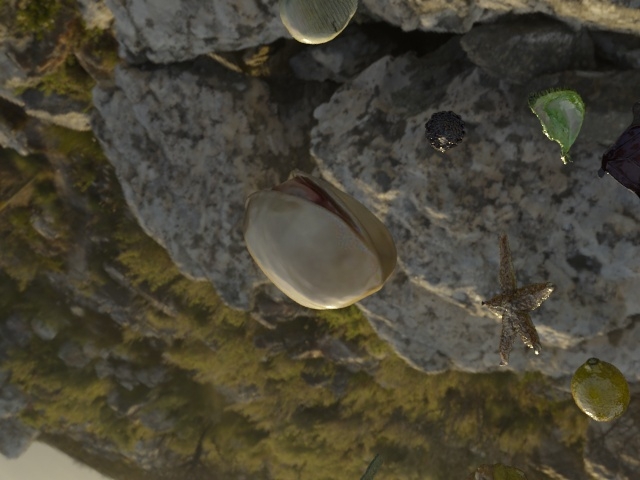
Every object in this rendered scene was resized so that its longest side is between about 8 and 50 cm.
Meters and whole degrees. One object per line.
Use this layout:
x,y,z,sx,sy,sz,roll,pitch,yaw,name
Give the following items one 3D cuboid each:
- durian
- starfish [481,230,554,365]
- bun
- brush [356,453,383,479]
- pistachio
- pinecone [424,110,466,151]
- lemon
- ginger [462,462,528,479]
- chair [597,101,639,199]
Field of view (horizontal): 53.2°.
0.447,-0.229,1.218,0.086,0.100,0.215,13,166,46,durian
0.412,0.128,1.323,0.047,0.295,0.231,1,-179,-16,starfish
-0.015,-0.640,1.696,0.210,0.237,0.116,50,164,-21,bun
0.053,0.285,0.763,0.013,0.083,0.016,-18,101,36,brush
0.000,0.000,1.146,0.309,0.229,0.230,42,150,31,pistachio
0.232,-0.205,1.199,0.077,0.077,0.083,32,-176,-1,pinecone
0.321,0.171,0.735,0.062,0.062,0.083,-8,113,40,lemon
0.358,0.510,1.198,0.131,0.086,0.294,-29,125,14,ginger
0.801,-0.217,1.572,0.175,0.326,0.183,40,118,5,chair
